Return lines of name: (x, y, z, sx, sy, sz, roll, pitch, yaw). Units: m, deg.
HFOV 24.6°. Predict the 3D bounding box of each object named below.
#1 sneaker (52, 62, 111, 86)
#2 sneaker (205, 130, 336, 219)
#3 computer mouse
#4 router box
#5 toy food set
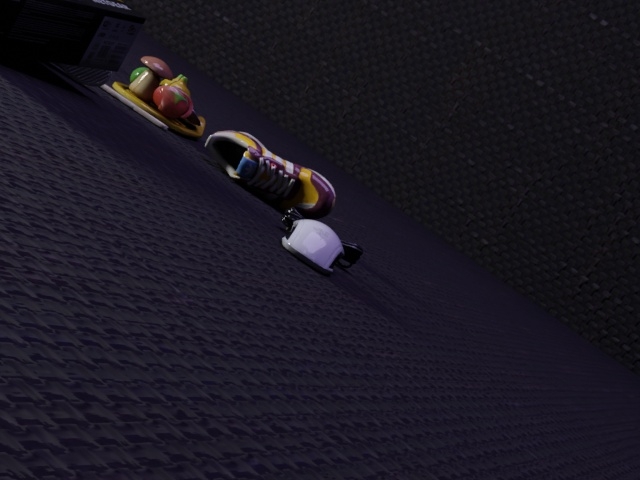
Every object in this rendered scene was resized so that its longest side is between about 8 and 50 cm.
sneaker: (-0.324, -0.243, 1.833, 0.134, 0.051, 0.070, 26, 14, -29)
sneaker: (-0.069, -0.083, 1.908, 0.185, 0.069, 0.084, 30, 13, 20)
computer mouse: (0.000, 0.000, 1.671, 0.106, 0.042, 0.193, 35, 6, -1)
router box: (-0.373, -0.293, 1.646, 0.243, 0.081, 0.309, 35, 14, 16)
toy food set: (-0.215, -0.205, 2.032, 0.128, 0.071, 0.218, 35, 6, 8)
